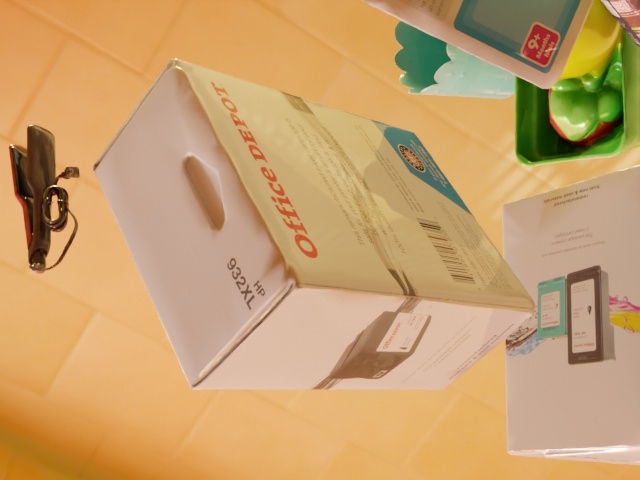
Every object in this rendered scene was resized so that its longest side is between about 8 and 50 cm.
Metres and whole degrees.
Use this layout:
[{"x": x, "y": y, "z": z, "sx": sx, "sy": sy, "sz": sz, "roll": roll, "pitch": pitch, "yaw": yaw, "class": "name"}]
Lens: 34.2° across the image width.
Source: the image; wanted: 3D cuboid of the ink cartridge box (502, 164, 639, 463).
[{"x": 0.325, "y": 0.090, "z": 1.072, "sx": 0.197, "sy": 0.198, "sz": 0.270, "roll": -18, "pitch": -114, "yaw": 51, "class": "ink cartridge box"}]

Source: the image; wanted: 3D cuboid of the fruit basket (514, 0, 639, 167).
[{"x": 0.341, "y": -0.293, "z": 1.454, "sx": 0.283, "sy": 0.392, "sz": 0.392, "roll": -1, "pitch": -120, "yaw": 64, "class": "fruit basket"}]

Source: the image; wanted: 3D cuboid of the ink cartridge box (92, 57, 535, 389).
[{"x": 0.000, "y": 0.000, "z": 0.850, "sx": 0.129, "sy": 0.307, "sz": 0.223, "roll": -47, "pitch": -124, "yaw": 27, "class": "ink cartridge box"}]

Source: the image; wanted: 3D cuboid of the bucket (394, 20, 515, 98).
[{"x": 0.264, "y": -0.385, "z": 1.868, "sx": 0.281, "sy": 0.183, "sz": 0.281, "roll": -176, "pitch": -90, "yaw": -72, "class": "bucket"}]

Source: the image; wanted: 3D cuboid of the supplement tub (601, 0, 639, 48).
[{"x": 0.394, "y": -0.320, "z": 1.275, "sx": 0.106, "sy": 0.198, "sz": 0.106, "roll": -30, "pitch": -139, "yaw": 29, "class": "supplement tub"}]

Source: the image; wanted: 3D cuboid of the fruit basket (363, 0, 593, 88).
[{"x": 0.064, "y": -0.301, "z": 0.604, "sx": 0.165, "sy": 0.353, "sz": 0.327, "roll": 15, "pitch": -94, "yaw": 59, "class": "fruit basket"}]

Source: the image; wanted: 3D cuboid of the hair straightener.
[{"x": -0.320, "y": -0.055, "z": 1.201, "sx": 0.089, "sy": 0.047, "sz": 0.230, "roll": -40, "pitch": -138, "yaw": 25, "class": "hair straightener"}]
